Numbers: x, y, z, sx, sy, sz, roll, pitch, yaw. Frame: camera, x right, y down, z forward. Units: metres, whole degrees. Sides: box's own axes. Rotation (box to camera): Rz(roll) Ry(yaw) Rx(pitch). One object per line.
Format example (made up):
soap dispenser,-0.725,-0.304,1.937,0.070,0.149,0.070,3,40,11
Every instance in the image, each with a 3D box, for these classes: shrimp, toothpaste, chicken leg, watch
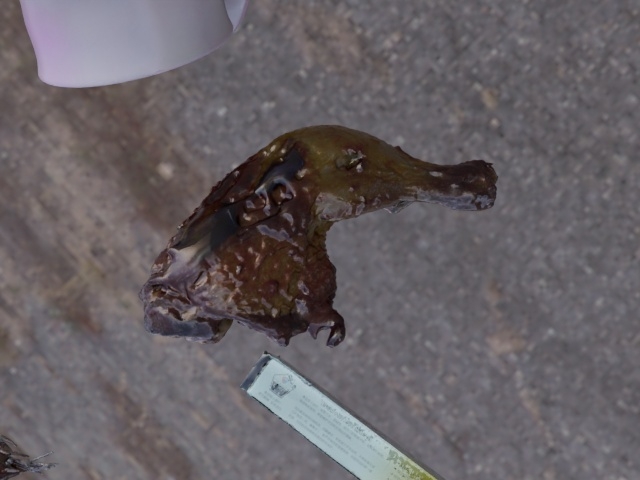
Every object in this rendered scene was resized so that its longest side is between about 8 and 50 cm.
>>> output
shrimp,-0.317,0.194,1.262,0.165,0.056,0.065,10,-160,-24
toothpaste,0.038,0.259,1.816,0.313,0.071,0.089,35,180,18
chicken leg,-0.006,-0.010,1.186,0.177,0.322,0.083,45,158,14
watch,-0.200,-0.240,1.328,0.249,0.217,0.210,1,117,24
